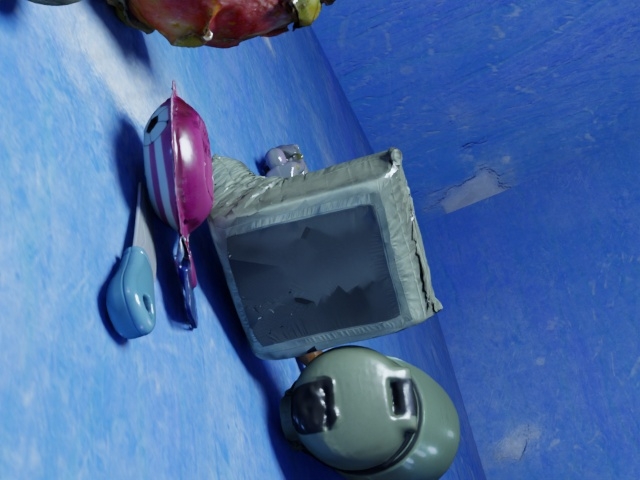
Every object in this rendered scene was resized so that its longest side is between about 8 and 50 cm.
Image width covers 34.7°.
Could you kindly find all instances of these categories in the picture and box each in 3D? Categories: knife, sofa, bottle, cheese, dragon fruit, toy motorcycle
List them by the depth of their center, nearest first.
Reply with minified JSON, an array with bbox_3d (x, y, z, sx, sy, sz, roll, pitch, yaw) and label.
[{"bbox_3d":[-0.160,0.015,0.911,0.244,0.032,0.058,-102,169,-65],"label":"knife"},{"bbox_3d":[-0.136,-0.038,1.002,0.155,0.062,0.244,93,-9,-74],"label":"cheese"},{"bbox_3d":[-0.165,-0.357,1.083,0.263,0.314,0.296,0,91,-63],"label":"dragon fruit"},{"bbox_3d":[0.000,0.000,1.135,0.176,0.226,0.210,-93,166,-65],"label":"sofa"},{"bbox_3d":[0.063,0.213,1.226,0.347,0.169,0.168,45,25,-67],"label":"bottle"},{"bbox_3d":[-0.041,-0.078,1.594,0.152,0.073,0.225,53,17,-52],"label":"toy motorcycle"}]

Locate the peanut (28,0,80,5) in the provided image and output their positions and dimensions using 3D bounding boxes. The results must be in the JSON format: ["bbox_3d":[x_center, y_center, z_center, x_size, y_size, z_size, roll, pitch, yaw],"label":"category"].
[{"bbox_3d":[-0.240,-0.305,0.884,0.137,0.122,0.253,45,20,-42],"label":"peanut"}]

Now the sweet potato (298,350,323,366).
[{"bbox_3d":[-0.020,0.113,1.357,0.056,0.056,0.194,51,23,-59],"label":"sweet potato"}]
